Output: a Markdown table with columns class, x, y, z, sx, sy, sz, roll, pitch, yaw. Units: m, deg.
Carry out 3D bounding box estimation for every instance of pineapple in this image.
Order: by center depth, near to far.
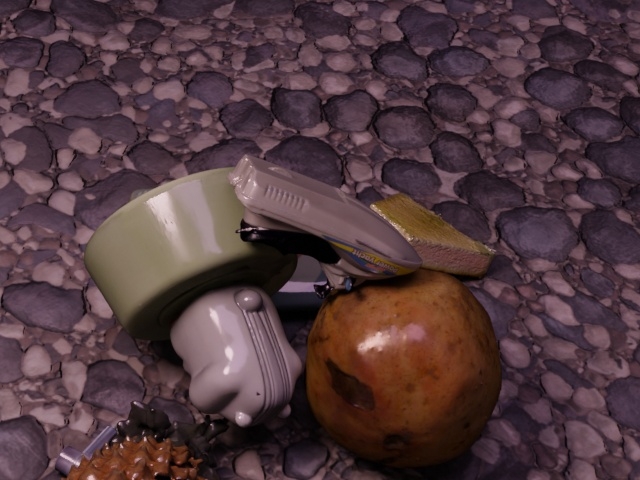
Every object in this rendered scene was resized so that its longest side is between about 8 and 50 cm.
| class | x | y | z | sx | sy | sz | roll | pitch | yaw |
| --- | --- | --- | --- | --- | --- | --- | --- | --- | --- |
| pineapple | -0.212 | 0.315 | 1.678 | 0.223 | 0.223 | 0.357 | 14 | 25 | 5 |

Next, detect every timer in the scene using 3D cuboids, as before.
| class | x | y | z | sx | sy | sz | roll | pitch | yaw |
| --- | --- | --- | --- | --- | --- | --- | --- | --- | --- |
| timer | -0.134 | 0.105 | 1.817 | 0.291 | 0.291 | 0.315 | -16 | 70 | -24 |

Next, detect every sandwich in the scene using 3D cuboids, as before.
| class | x | y | z | sx | sy | sz | roll | pitch | yaw |
| --- | --- | --- | --- | --- | --- | --- | --- | --- | --- |
| sandwich | 0.160 | 0.004 | 2.097 | 0.193 | 0.058 | 0.162 | 33 | 25 | 18 |

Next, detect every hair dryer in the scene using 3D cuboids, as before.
| class | x | y | z | sx | sy | sz | roll | pitch | yaw |
| --- | --- | --- | --- | --- | --- | --- | --- | --- | --- |
| hair dryer | -0.298 | 0.282 | 1.802 | 0.063 | 0.037 | 0.114 | 26 | 39 | 14 |

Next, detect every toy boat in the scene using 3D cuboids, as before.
| class | x | y | z | sx | sy | sz | roll | pitch | yaw |
| --- | --- | --- | --- | --- | --- | --- | --- | --- | --- |
| toy boat | -0.001 | -0.008 | 1.725 | 0.269 | 0.141 | 0.140 | 36 | 41 | -19 |

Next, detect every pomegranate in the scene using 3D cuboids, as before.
| class | x | y | z | sx | sy | sz | roll | pitch | yaw |
| --- | --- | --- | --- | --- | --- | --- | --- | --- | --- |
| pomegranate | 0.115 | 0.169 | 1.815 | 0.281 | 0.281 | 0.281 | 5 | 44 | -5 |

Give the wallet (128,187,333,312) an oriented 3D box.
| class | x | y | z | sx | sy | sz | roll | pitch | yaw |
| --- | --- | --- | --- | --- | --- | --- | --- | --- | --- |
| wallet | -0.125 | 0.012 | 2.072 | 0.360 | 0.083 | 0.252 | 0 | 50 | -9 |
